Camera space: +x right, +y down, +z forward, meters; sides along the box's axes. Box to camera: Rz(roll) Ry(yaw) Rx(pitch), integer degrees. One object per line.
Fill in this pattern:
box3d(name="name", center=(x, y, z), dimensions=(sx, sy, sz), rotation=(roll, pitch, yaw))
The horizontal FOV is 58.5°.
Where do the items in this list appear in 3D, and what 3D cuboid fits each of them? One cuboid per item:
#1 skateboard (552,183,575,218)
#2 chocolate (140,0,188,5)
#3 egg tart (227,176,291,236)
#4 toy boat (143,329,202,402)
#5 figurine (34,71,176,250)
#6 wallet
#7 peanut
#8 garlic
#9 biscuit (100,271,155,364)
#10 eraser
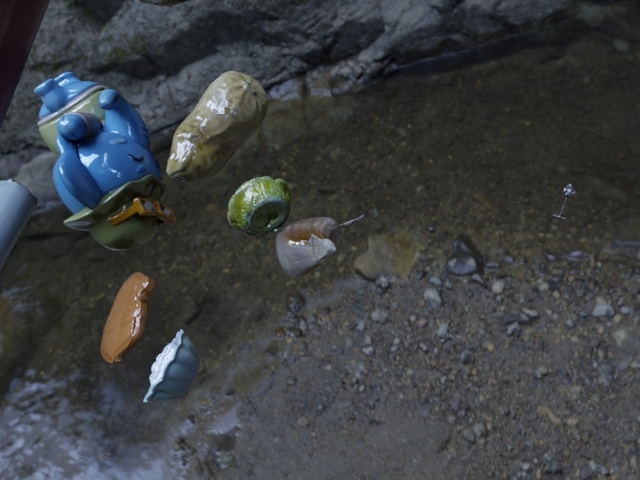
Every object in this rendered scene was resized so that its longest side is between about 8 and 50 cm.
box3d(name="skateboard", center=(0.633, -0.102, 1.484), dimensions=(0.032, 0.083, 0.064), rotation=(19, 30, 16))
box3d(name="chocolate", center=(-0.147, -0.383, 0.633), dimensions=(0.309, 0.134, 0.134), rotation=(-34, 34, 46))
box3d(name="egg tart", center=(-0.157, -0.079, 1.536), dimensions=(0.197, 0.197, 0.078), rotation=(-31, 48, -8))
box3d(name="toy boat", center=(-0.384, 0.341, 1.501), dimensions=(0.100, 0.290, 0.199), rotation=(31, 73, -13))
box3d(name="figurine", center=(-0.299, -0.111, 0.762), dimensions=(0.153, 0.262, 0.180), rotation=(-30, 5, -20))
box3d(name="wallet", center=(-0.300, -0.168, 0.530), dimensions=(0.232, 0.025, 0.119), rotation=(-63, 16, 10))
box3d(name="peanut", center=(-0.200, -0.213, 1.090), dimensions=(0.253, 0.122, 0.137), rotation=(-50, 15, -6))
box3d(name="garlic", center=(-0.004, 0.000, 1.017), dimensions=(0.128, 0.091, 0.198), rotation=(-18, 6, 25))
box3d(name="biscuit", center=(-0.268, 0.105, 0.787), dimensions=(0.102, 0.019, 0.131), rotation=(-13, 58, 45))
box3d(name="eraser", center=(-0.515, 0.013, 0.794), dimensions=(0.174, 0.081, 0.227), rotation=(-10, 37, 2))
